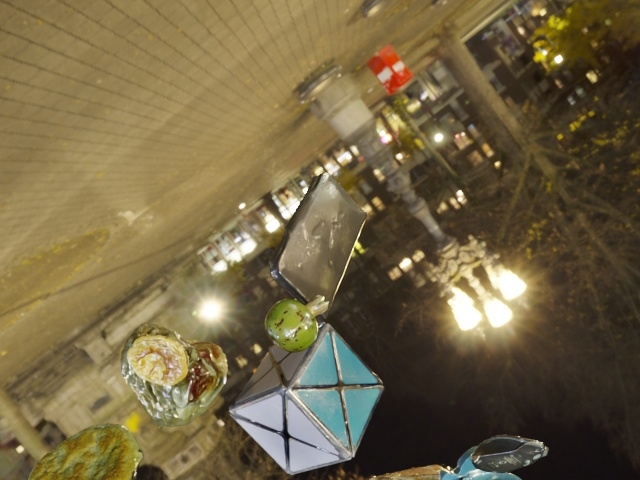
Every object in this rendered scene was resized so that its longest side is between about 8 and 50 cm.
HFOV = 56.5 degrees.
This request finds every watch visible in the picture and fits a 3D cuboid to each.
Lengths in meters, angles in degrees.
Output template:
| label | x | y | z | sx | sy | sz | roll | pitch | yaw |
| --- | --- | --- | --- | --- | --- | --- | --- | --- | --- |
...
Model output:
| label | x | y | z | sx | sy | sz | roll | pitch | yaw |
| --- | --- | --- | --- | --- | --- | --- | --- | --- | --- |
| watch | 0.421 | 0.659 | 1.511 | 0.211 | 0.211 | 0.193 | -39 | -156 | -12 |

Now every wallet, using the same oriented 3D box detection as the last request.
| label | x | y | z | sx | sy | sz | roll | pitch | yaw |
| --- | --- | --- | --- | --- | --- | --- | --- | --- | --- |
| wallet | 0.000 | 0.000 | 1.454 | 0.051 | 0.197 | 0.377 | -25 | -150 | 41 |

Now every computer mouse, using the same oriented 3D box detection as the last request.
| label | x | y | z | sx | sy | sz | roll | pitch | yaw |
| --- | --- | --- | --- | --- | --- | --- | --- | --- | --- |
| computer mouse | 0.451 | 0.508 | 1.437 | 0.192 | 0.106 | 0.062 | -29 | -147 | 30 |

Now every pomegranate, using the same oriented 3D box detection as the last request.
| label | x | y | z | sx | sy | sz | roll | pitch | yaw |
| --- | --- | --- | --- | --- | --- | --- | --- | --- | --- |
| pomegranate | -0.046 | 0.163 | 1.225 | 0.142 | 0.114 | 0.114 | -37 | -176 | -23 |

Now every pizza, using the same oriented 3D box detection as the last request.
| label | x | y | z | sx | sy | sz | roll | pitch | yaw |
| --- | --- | --- | --- | --- | --- | --- | --- | --- | --- |
| pizza | 0.332 | 0.803 | 1.981 | 0.288 | 0.074 | 0.251 | -5 | 163 | -16 |

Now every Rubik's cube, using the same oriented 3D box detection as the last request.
| label | x | y | z | sx | sy | sz | roll | pitch | yaw |
| --- | --- | --- | --- | --- | --- | --- | --- | --- | --- |
| Rubik's cube | -0.032 | 0.403 | 1.518 | 0.255 | 0.260 | 0.259 | -34 | -165 | 39 |

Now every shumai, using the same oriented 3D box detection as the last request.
| label | x | y | z | sx | sy | sz | roll | pitch | yaw |
| --- | --- | --- | --- | --- | --- | --- | --- | --- | --- |
| shumai | -0.304 | 0.291 | 1.320 | 0.218 | 0.255 | 0.189 | -8 | -150 | 34 |

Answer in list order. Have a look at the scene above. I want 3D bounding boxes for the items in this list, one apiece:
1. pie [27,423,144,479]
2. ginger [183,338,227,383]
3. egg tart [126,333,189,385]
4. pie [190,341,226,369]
| label | x | y | z | sx | sy | sz | roll | pitch | yaw |
| --- | --- | --- | --- | --- | --- | --- | --- | --- | --- |
| pie | -0.663 | 0.652 | 1.687 | 0.371 | 0.078 | 0.296 | -2 | -139 | 31 |
| ginger | -0.374 | 0.379 | 1.864 | 0.193 | 0.122 | 0.115 | 17 | -115 | 30 |
| egg tart | -0.318 | 0.228 | 1.175 | 0.130 | 0.130 | 0.052 | -35 | -162 | 26 |
| pie | -0.377 | 0.365 | 1.724 | 0.205 | 0.084 | 0.179 | -24 | -164 | -18 |
